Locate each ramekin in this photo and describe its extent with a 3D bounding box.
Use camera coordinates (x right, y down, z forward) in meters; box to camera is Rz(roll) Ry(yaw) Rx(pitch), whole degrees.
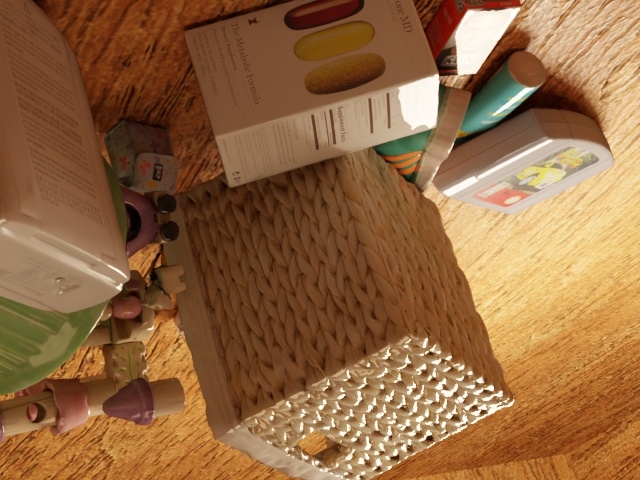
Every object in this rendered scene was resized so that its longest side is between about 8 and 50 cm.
[{"bbox_3d":[-0.368,0.000,1.548,0.303,0.303,0.148,-26,149,22],"label":"ramekin"}]

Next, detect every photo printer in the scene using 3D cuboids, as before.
[{"bbox_3d":[-0.290,-0.106,1.321,0.107,0.307,0.256,-21,161,13],"label":"photo printer"}]

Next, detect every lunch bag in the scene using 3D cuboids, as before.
[{"bbox_3d":[-0.205,-0.093,1.715,0.053,0.083,0.071,-32,153,34],"label":"lunch bag"}]

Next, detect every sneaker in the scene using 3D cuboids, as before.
[{"bbox_3d":[0.103,-0.142,1.819,0.121,0.108,0.302,21,168,0],"label":"sneaker"}]

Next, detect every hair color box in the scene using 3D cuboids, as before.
[{"bbox_3d":[0.167,-0.242,1.682,0.072,0.043,0.141,-7,155,-21],"label":"hair color box"}]

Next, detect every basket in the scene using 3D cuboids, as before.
[{"bbox_3d":[0.017,0.080,1.756,0.266,0.331,0.328,-29,148,16],"label":"basket"}]

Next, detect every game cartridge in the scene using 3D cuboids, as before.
[{"bbox_3d":[0.293,-0.109,2.035,0.196,0.060,0.294,-32,161,23],"label":"game cartridge"}]

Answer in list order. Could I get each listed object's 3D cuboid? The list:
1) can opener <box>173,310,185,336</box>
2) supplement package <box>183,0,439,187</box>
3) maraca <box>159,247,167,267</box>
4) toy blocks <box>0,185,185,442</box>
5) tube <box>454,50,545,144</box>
[{"bbox_3d":[-0.163,0.085,2.208,0.093,0.074,0.280,-46,173,-27],"label":"can opener"},{"bbox_3d":[-0.007,-0.174,1.593,0.244,0.139,0.134,-17,159,-3],"label":"supplement package"},{"bbox_3d":[-0.154,0.013,1.994,0.127,0.099,0.185,-18,-176,8],"label":"maraca"},{"bbox_3d":[-0.330,0.092,1.691,0.260,0.289,0.309,-7,-177,-29],"label":"toy blocks"},{"bbox_3d":[0.216,-0.171,1.887,0.080,0.052,0.207,-8,161,-25],"label":"tube"}]
